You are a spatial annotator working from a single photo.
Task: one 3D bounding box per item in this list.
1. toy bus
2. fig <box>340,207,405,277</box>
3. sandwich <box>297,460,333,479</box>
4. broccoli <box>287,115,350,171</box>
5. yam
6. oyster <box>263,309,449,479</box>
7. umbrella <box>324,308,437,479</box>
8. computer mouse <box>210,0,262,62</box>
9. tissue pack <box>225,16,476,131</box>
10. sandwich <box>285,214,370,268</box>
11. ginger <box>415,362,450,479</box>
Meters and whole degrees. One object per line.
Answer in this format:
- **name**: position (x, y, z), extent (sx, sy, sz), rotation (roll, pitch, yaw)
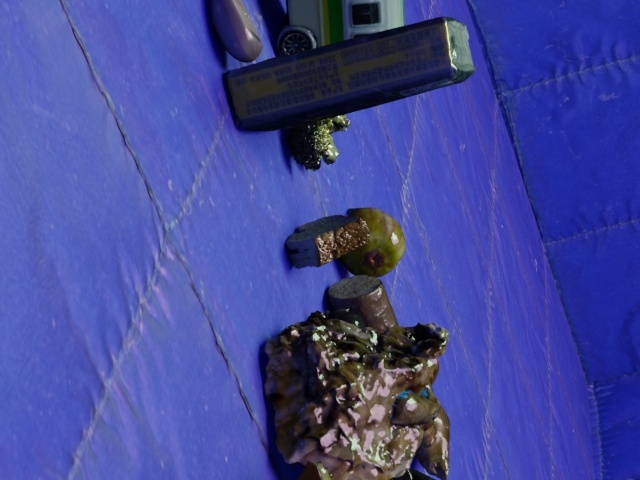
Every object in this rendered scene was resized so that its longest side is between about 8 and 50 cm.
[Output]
- **toy bus**: position (0.024, -0.346, 1.845), extent (0.133, 0.165, 0.276), rotation (-80, 168, -60)
- **fig**: position (0.048, -0.016, 1.920), extent (0.166, 0.093, 0.093), rotation (51, -8, 47)
- **sandwich**: position (-0.003, 0.332, 1.361), extent (0.090, 0.088, 0.244), rotation (23, 50, -82)
- **broccoli**: position (0.001, -0.131, 1.801), extent (0.092, 0.095, 0.097), rotation (54, -5, -29)
- **yam**: position (0.062, 0.109, 1.806), extent (0.084, 0.084, 0.127), rotation (-70, 146, -65)
- **oyster**: position (0.041, 0.161, 1.512), extent (0.214, 0.083, 0.223), rotation (13, 50, -23)
- **umbrella**: position (0.064, 0.236, 1.618), extent (0.154, 0.128, 0.336), rotation (58, 20, -44)
- **computer mouse**: position (-0.100, -0.242, 1.620), extent (0.096, 0.039, 0.066), rotation (65, 11, 18)
- **tissue pack**: position (0.040, -0.190, 1.656), extent (0.185, 0.257, 0.081), rotation (-26, 103, -76)
- **sandwich**: position (0.000, 0.000, 1.703), extent (0.105, 0.093, 0.035), rotation (17, -53, 69)
- **ginger**: position (0.149, 0.239, 2.048), extent (0.133, 0.059, 0.214), rotation (61, 18, -21)
